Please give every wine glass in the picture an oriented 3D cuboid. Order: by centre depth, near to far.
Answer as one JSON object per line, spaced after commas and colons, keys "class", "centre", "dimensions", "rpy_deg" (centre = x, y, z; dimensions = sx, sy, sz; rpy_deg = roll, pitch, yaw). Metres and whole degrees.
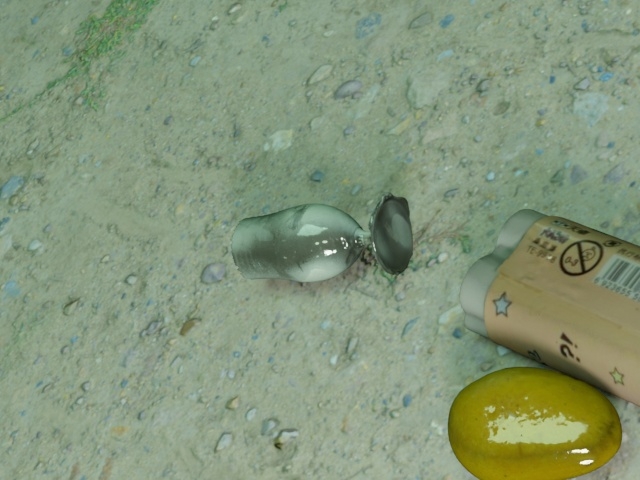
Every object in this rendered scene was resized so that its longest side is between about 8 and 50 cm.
{"class": "wine glass", "centre": [0.000, 0.000, 2.342], "dimensions": [0.222, 0.103, 0.103], "rpy_deg": [-5, 51, 32]}

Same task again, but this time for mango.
{"class": "mango", "centre": [0.228, 0.201, 2.000], "dimensions": [0.195, 0.098, 0.137], "rpy_deg": [11, 58, 33]}

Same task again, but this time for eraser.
{"class": "eraser", "centre": [0.301, 0.066, 2.075], "dimensions": [0.290, 0.087, 0.171], "rpy_deg": [23, 67, 45]}
